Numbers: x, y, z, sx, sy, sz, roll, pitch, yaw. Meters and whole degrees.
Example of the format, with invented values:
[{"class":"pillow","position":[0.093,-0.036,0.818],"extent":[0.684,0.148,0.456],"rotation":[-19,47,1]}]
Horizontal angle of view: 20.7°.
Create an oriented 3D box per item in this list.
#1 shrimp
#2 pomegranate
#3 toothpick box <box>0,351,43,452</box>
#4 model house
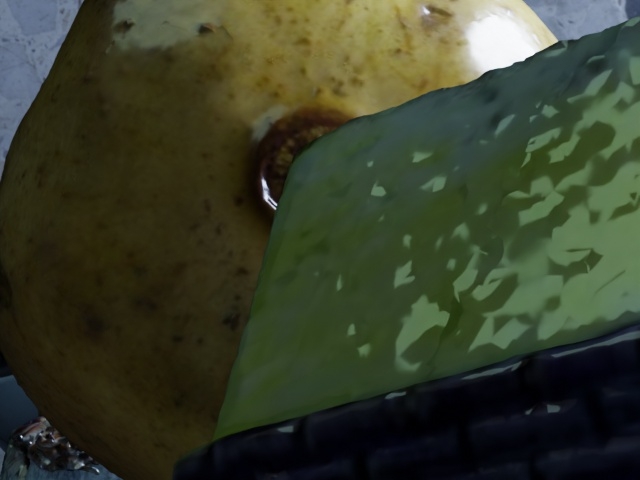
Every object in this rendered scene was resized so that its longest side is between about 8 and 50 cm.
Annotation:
[{"class":"shrimp","position":[-0.132,0.140,1.136],"extent":[0.090,0.079,0.233],"rotation":[21,-30,-41]},{"class":"pomegranate","position":[0.000,0.000,0.755],"extent":[0.281,0.281,0.281],"rotation":[-27,4,2]},{"class":"toothpick box","position":[-0.093,0.029,1.272],"extent":[0.263,0.263,0.354],"rotation":[-31,6,-42]},{"class":"model house","position":[0.082,0.071,0.465],"extent":[0.194,0.170,0.211],"rotation":[-16,37,32]}]
